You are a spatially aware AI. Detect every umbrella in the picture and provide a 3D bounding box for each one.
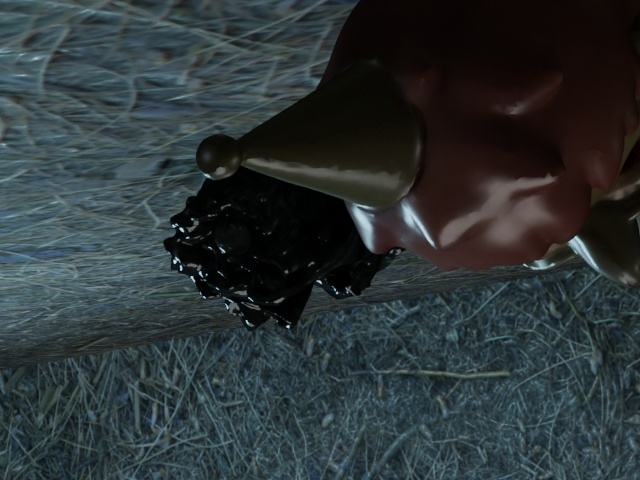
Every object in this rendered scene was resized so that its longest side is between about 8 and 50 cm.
[{"bbox_3d":[-0.012,0.004,1.202,0.154,0.128,0.336,-12,176,12],"label":"umbrella"}]

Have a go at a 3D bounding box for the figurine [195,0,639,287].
[{"bbox_3d":[0.105,-0.050,0.706,0.207,0.166,0.387,-34,163,34],"label":"figurine"}]
